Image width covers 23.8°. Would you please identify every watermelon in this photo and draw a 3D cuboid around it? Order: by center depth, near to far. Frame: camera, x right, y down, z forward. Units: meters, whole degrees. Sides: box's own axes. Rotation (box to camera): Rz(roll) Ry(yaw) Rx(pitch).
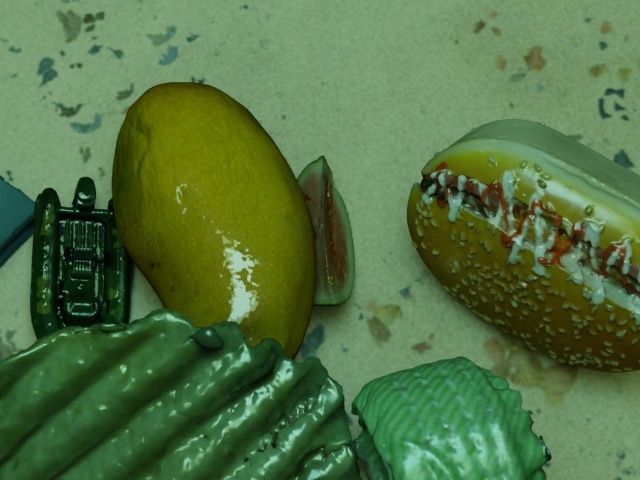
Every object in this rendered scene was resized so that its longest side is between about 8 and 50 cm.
[{"bbox_3d":[0.008,0.004,1.570,0.069,0.087,0.163,10,67,-31],"label":"watermelon"}]

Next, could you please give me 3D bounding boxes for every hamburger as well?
[{"bbox_3d":[0.222,0.013,1.490,0.295,0.227,0.151,27,50,9],"label":"hamburger"}]

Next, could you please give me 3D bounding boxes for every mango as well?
[{"bbox_3d":[-0.102,-0.010,1.525,0.187,0.144,0.359,-22,66,-9],"label":"mango"}]

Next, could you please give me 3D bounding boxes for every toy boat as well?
[{"bbox_3d":[-0.244,0.037,1.558,0.104,0.052,0.210,6,68,-16],"label":"toy boat"}]

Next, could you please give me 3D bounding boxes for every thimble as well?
[{"bbox_3d":[0.122,0.217,1.421,0.150,0.219,0.219,-15,71,-8],"label":"thimble"}]

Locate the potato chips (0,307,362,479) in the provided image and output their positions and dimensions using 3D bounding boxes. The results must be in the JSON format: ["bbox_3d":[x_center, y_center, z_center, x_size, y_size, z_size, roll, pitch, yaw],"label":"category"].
[{"bbox_3d":[-0.150,0.239,1.402,0.389,0.097,0.373,-19,103,0],"label":"potato chips"}]

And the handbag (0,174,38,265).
[{"bbox_3d":[-0.416,-0.045,1.589,0.221,0.057,0.144,37,69,12],"label":"handbag"}]
